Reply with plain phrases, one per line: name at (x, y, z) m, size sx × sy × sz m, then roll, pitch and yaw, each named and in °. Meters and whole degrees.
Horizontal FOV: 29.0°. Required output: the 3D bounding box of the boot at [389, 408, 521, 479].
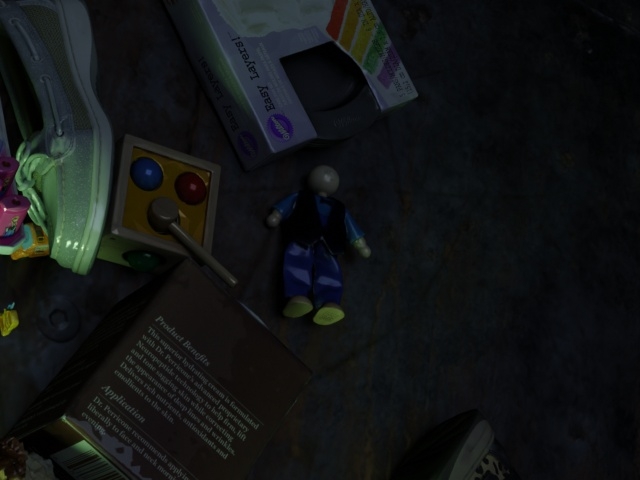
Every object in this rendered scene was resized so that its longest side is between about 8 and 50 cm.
boot at (0.151, 0.395, 1.288) m, size 0.284 × 0.138 × 0.377 m, roll 48°, pitch 47°, yaw -10°

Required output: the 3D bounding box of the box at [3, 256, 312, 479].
box at (-0.152, 0.158, 1.142) m, size 0.168 × 0.167 × 0.203 m, roll 45°, pitch 53°, yaw -12°

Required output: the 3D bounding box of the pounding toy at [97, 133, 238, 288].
pounding toy at (-0.156, -0.020, 1.251) m, size 0.130 × 0.100 × 0.141 m, roll 18°, pitch 63°, yaw -28°

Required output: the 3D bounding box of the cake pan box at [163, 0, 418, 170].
cake pan box at (-0.036, -0.231, 1.438) m, size 0.246 × 0.070 × 0.267 m, roll -24°, pitch 87°, yaw -36°

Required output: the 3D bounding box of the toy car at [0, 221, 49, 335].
toy car at (-0.272, 0.032, 1.188) m, size 0.060 × 0.040 × 0.122 m, roll 12°, pitch 66°, yaw -31°

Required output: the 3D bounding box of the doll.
doll at (0.000, 0.000, 1.385) m, size 0.129 × 0.046 × 0.189 m, roll 14°, pitch 58°, yaw -20°

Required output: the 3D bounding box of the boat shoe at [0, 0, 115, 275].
boat shoe at (-0.262, -0.107, 1.191) m, size 0.103 × 0.118 × 0.320 m, roll -1°, pitch 59°, yaw -20°

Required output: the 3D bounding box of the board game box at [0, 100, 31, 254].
board game box at (-0.455, -0.169, 1.039) m, size 0.390 × 0.050 × 0.390 m, roll 8°, pitch 45°, yaw -32°

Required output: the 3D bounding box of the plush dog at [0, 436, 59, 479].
plush dog at (-0.262, 0.283, 1.017) m, size 0.210 × 0.262 × 0.225 m, roll -3°, pitch 57°, yaw 3°
